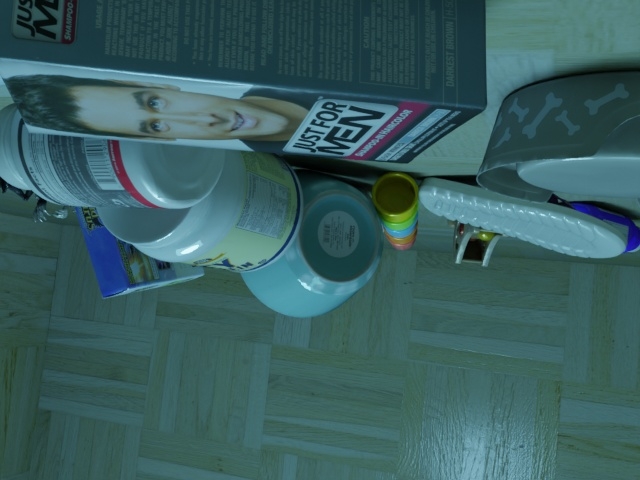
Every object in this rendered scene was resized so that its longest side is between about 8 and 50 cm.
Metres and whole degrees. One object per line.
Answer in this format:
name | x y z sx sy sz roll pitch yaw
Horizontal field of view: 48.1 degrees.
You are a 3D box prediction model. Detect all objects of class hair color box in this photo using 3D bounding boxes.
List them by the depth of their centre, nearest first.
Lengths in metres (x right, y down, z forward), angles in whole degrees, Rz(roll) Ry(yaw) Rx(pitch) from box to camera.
hair color box | -0.067 -0.154 0.625 0.374 0.114 0.185 4 171 -13

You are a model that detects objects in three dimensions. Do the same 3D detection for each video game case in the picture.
video game case | -0.327 -0.046 1.267 0.061 0.270 0.244 -20 176 20

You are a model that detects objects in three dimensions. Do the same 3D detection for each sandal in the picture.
sandal | 0.389 -0.073 1.400 0.416 0.102 0.169 17 165 23

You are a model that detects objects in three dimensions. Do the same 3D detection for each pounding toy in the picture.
pounding toy | 0.322 -0.026 1.632 0.154 0.154 0.269 6 175 -1

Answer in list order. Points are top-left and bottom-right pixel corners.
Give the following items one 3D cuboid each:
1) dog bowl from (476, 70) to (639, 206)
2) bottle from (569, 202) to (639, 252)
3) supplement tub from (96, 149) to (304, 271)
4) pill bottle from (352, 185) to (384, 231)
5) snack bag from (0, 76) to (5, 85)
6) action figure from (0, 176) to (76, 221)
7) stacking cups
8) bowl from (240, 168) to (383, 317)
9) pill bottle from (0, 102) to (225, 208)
dog bowl | 0.372 -0.111 0.878 0.348 0.102 0.349 6 176 0
bottle | 0.648 -0.022 1.649 0.282 0.092 0.118 10 175 -40
supplement tub | -0.193 -0.073 1.205 0.235 0.236 0.325 4 175 25
pill bottle | 0.023 -0.061 1.630 0.264 0.146 0.146 9 174 -35
snack bag | -0.358 -0.229 0.753 0.342 0.037 0.323 3 174 27
action figure | -0.720 -0.118 1.913 0.275 0.141 0.164 12 161 -41
stacking cups | 0.165 -0.046 1.565 0.095 0.096 0.316 5 163 8
bowl | 0.000 0.000 1.422 0.311 0.312 0.163 8 173 -25
pill bottle | -0.301 -0.133 0.978 0.318 0.177 0.176 3 175 32
